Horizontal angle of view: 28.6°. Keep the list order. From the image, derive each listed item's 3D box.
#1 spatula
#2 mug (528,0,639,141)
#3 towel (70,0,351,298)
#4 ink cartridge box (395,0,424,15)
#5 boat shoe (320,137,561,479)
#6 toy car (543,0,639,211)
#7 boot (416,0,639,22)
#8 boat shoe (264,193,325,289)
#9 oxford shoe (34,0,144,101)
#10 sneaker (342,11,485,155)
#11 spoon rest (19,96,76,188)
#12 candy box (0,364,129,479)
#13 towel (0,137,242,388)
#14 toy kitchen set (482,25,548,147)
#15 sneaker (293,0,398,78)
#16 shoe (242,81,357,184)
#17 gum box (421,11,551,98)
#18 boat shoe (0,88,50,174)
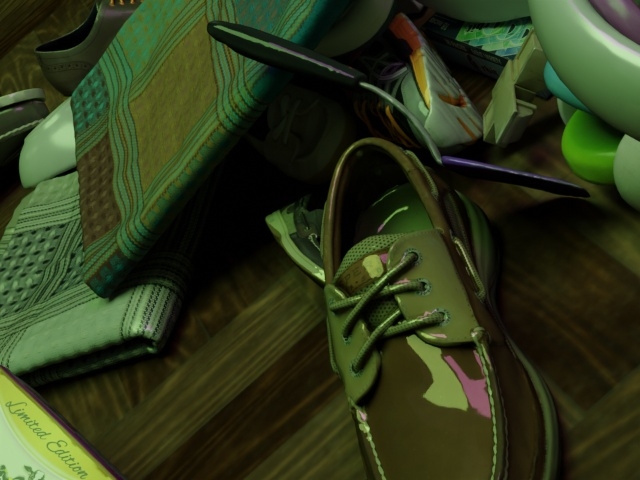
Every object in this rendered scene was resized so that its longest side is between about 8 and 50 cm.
[{"bbox_3d":[0.045,-0.088,0.852,0.296,0.084,0.030,30,95,19],"label":"spatula"},{"bbox_3d":[0.276,-0.122,0.534,0.374,0.276,0.328,-3,51,6],"label":"mug"},{"bbox_3d":[-0.102,-0.162,1.037,0.370,0.040,0.271,-47,37,27],"label":"towel"},{"bbox_3d":[0.016,-0.326,1.216,0.232,0.171,0.168,5,54,50],"label":"ink cartridge box"},{"bbox_3d":[0.050,0.052,0.759,0.122,0.120,0.324,-32,32,16],"label":"boat shoe"},{"bbox_3d":[0.216,-0.114,0.764,0.182,0.136,0.159,-35,32,12],"label":"toy car"},{"bbox_3d":[0.169,-0.236,0.948,0.258,0.095,0.123,16,57,43],"label":"boot"},{"bbox_3d":[0.000,0.000,0.941,0.049,0.056,0.152,-47,31,2],"label":"boat shoe"},{"bbox_3d":[-0.202,-0.252,1.432,0.271,0.098,0.097,-34,30,7],"label":"oxford shoe"},{"bbox_3d":[0.068,-0.109,0.984,0.083,0.084,0.215,-37,21,9],"label":"sneaker"},{"bbox_3d":[-0.234,-0.129,1.351,0.276,0.084,0.137,-29,20,44],"label":"spoon rest"},{"bbox_3d":[-0.243,0.224,0.859,0.159,0.071,0.233,35,77,28],"label":"candy box"},{"bbox_3d":[-0.229,0.011,1.183,0.324,0.056,0.312,-20,38,33],"label":"towel"},{"bbox_3d":[0.164,-0.090,0.889,0.068,0.075,0.083,-82,15,-51],"label":"toy kitchen set"},{"bbox_3d":[-0.009,-0.202,1.104,0.350,0.148,0.131,23,90,58],"label":"sneaker"},{"bbox_3d":[-0.036,-0.100,1.081,0.219,0.058,0.076,31,102,62],"label":"shoe"},{"bbox_3d":[0.190,-0.205,0.998,0.184,0.041,0.157,-44,32,-5],"label":"gum box"},{"bbox_3d":[-0.441,-0.068,1.479,0.324,0.097,0.116,-29,-7,14],"label":"boat shoe"}]
